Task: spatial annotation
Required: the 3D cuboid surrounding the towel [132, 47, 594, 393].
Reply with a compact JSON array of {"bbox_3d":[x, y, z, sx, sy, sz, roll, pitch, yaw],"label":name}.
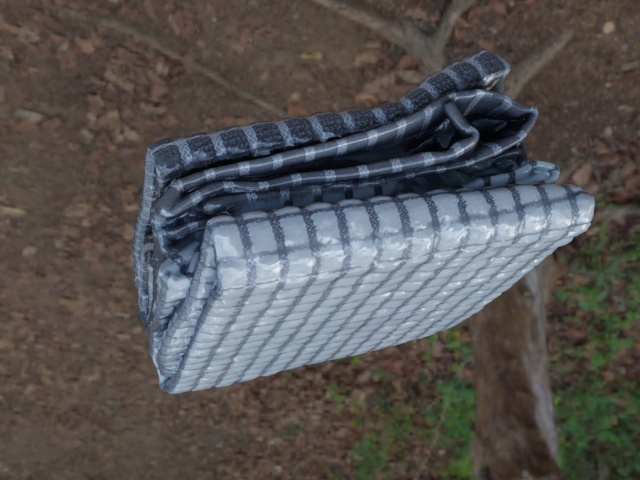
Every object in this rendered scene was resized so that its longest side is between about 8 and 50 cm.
[{"bbox_3d":[0.000,0.000,0.617,0.235,0.121,0.283,-11,162,-17],"label":"towel"}]
